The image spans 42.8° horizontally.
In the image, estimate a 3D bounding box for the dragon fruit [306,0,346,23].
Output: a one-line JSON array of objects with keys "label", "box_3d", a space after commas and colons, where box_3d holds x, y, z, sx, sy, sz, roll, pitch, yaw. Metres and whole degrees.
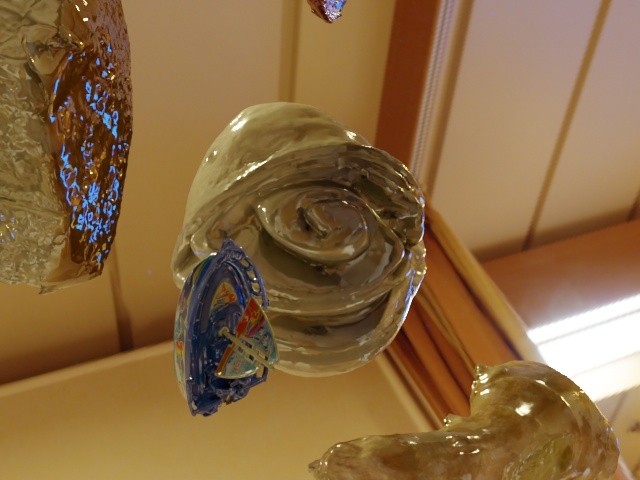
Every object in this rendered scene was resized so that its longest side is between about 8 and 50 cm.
[{"label": "dragon fruit", "box_3d": [-0.007, -0.270, 0.798, 0.097, 0.063, 0.131, -59, -11, 22]}]

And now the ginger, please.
[{"label": "ginger", "box_3d": [0.121, 0.149, 0.625, 0.295, 0.131, 0.086, 0, -49, -38]}]

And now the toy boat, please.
[{"label": "toy boat", "box_3d": [-0.067, 0.080, 0.679, 0.091, 0.110, 0.174, -21, -55, -38]}]

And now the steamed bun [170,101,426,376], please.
[{"label": "steamed bun", "box_3d": [0.000, 0.000, 1.073, 0.339, 0.352, 0.247, 27, -23, -24]}]

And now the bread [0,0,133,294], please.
[{"label": "bread", "box_3d": [-0.266, -0.123, 0.659, 0.225, 0.279, 0.250, 4, -49, -1]}]
